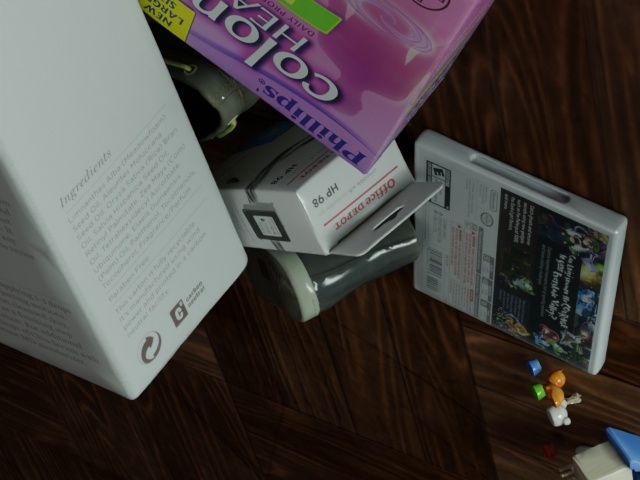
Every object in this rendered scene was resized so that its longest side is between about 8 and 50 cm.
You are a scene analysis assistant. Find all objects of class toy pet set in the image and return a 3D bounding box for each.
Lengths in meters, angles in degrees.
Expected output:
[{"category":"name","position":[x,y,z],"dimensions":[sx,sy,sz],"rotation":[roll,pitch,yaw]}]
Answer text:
[{"category":"toy pet set","position":[0.233,0.163,1.484],"dimensions":[0.114,0.065,0.122],"rotation":[-121,12,-47]}]

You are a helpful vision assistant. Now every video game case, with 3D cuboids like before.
[{"category":"video game case","position":[0.151,0.011,1.380],"dimensions":[0.173,0.022,0.190],"rotation":[26,147,21]}]

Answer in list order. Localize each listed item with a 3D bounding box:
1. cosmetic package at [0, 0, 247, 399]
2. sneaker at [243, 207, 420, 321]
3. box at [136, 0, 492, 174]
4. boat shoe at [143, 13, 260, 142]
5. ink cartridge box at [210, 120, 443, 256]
[{"category":"cosmetic package","position":[-0.242,-0.110,1.274],"dimensions":[0.230,0.161,0.453],"rotation":[19,147,33]},{"category":"sneaker","position":[0.000,0.000,1.479],"dimensions":[0.222,0.118,0.083],"rotation":[-138,29,-63]},{"category":"box","position":[0.009,-0.196,1.153],"dimensions":[0.213,0.117,0.243],"rotation":[37,151,2]},{"category":"boat shoe","position":[-0.145,-0.124,1.443],"dimensions":[0.305,0.091,0.109],"rotation":[-8,127,52]},{"category":"ink cartridge box","position":[-0.003,-0.043,1.367],"dimensions":[0.180,0.104,0.060],"rotation":[5,128,52]}]
